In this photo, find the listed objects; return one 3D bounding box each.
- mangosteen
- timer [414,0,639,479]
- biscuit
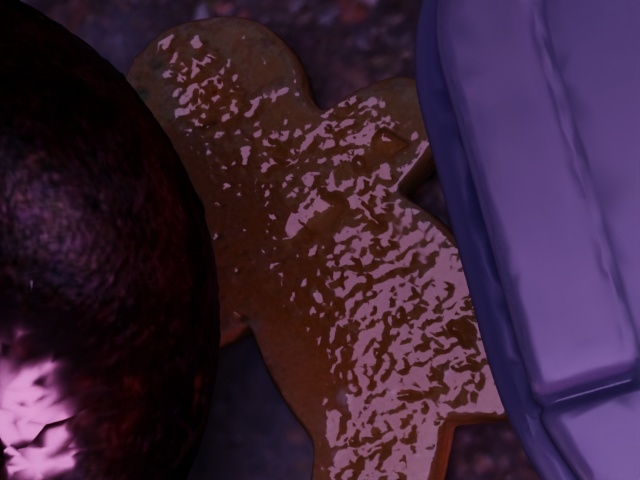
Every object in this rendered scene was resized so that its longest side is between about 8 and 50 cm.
[{"bbox_3d":[-0.175,0.023,0.683,0.288,0.288,0.288,-3,78,14],"label":"mangosteen"},{"bbox_3d":[0.242,0.008,0.615,0.395,0.173,0.394,-3,77,13],"label":"timer"},{"bbox_3d":[0.000,0.000,0.756,0.153,0.030,0.234,-42,71,3],"label":"biscuit"}]
